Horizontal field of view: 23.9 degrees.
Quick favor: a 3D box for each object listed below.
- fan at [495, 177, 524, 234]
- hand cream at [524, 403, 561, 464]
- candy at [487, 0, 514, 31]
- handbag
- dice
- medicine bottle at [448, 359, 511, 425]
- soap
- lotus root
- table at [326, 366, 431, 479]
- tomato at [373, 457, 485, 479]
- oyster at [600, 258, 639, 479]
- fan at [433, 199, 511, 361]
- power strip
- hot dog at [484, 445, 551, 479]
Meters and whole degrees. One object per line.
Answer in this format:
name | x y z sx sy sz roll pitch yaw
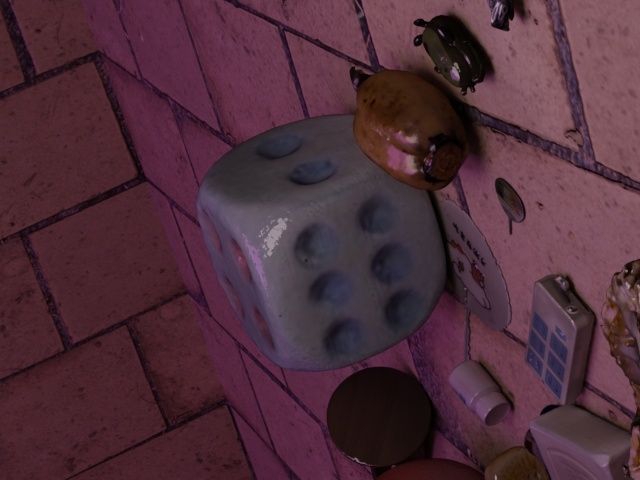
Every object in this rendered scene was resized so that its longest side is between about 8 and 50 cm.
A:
fan | 0.219 -0.044 1.786 0.060 0.003 0.080 62 164 13
hand cream | 0.294 0.263 1.954 0.062 0.039 0.163 39 156 24
candy | 0.135 -0.284 1.608 0.226 0.051 0.094 44 157 52
handbag | 0.148 -0.208 1.687 0.111 0.047 0.072 57 164 33
dice | 0.000 0.000 2.070 0.262 0.264 0.268 40 150 58
medicine bottle | 0.219 0.209 2.079 0.089 0.052 0.052 51 159 39
soap | 0.331 0.271 1.798 0.121 0.063 0.183 67 165 -16
lotus root | 0.099 -0.142 1.823 0.221 0.118 0.125 51 127 48
table | 0.105 0.327 2.478 0.167 0.167 0.227 56 171 27
tomato | 0.168 0.464 2.167 0.321 0.321 0.321 56 162 29
oyster | 0.347 0.146 1.524 0.354 0.107 0.201 70 -171 -63
fan | 0.196 0.078 2.034 0.191 0.009 0.329 54 160 34
power strip | 0.280 0.117 1.778 0.081 0.035 0.192 54 162 33
hot dog | 0.300 0.396 2.050 0.243 0.084 0.073 62 168 7
